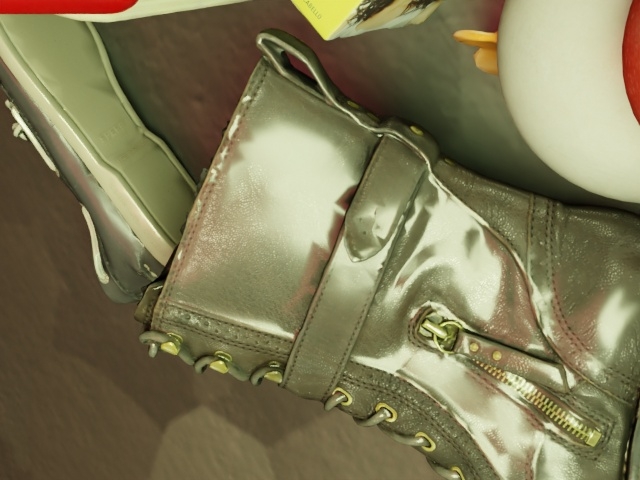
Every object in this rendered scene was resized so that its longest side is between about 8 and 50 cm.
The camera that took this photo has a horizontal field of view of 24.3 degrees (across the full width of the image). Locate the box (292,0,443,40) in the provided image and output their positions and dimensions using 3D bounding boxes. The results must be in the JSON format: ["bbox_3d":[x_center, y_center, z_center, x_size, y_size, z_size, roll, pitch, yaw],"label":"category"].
[{"bbox_3d":[0.075,-0.177,0.571,0.058,0.087,0.232,51,124,12],"label":"box"}]

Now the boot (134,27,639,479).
[{"bbox_3d":[0.033,0.064,0.620,0.229,0.091,0.263,17,104,1],"label":"boot"}]

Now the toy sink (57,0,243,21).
[{"bbox_3d":[-0.140,-0.193,0.656,0.234,0.152,0.131,20,113,26],"label":"toy sink"}]

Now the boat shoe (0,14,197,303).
[{"bbox_3d":[-0.133,-0.059,0.737,0.065,0.075,0.206,-36,89,30],"label":"boat shoe"}]

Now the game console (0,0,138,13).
[{"bbox_3d":[-0.130,-0.161,0.561,0.124,0.085,0.144,25,118,57],"label":"game console"}]

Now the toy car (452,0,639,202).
[{"bbox_3d":[0.156,-0.064,0.527,0.238,0.210,0.219,15,100,58],"label":"toy car"}]
